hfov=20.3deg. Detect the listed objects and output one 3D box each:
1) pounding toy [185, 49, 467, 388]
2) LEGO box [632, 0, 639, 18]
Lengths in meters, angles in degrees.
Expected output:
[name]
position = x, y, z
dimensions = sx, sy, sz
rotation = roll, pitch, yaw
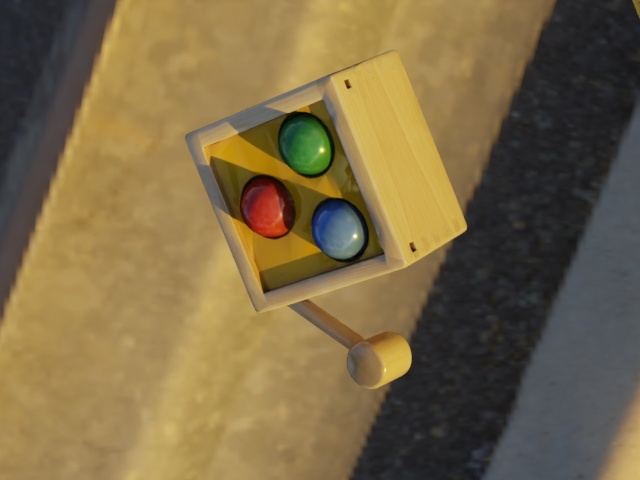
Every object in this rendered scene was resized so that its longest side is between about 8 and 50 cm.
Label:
[pounding toy]
position = -0.005, 0.008, 1.166
dimensions = 0.181, 0.094, 0.206
rotation = -19, 95, 37
[LEGO box]
position = 0.363, -0.087, 1.125
dimensions = 0.193, 0.372, 0.500
rotation = -22, 88, 0
